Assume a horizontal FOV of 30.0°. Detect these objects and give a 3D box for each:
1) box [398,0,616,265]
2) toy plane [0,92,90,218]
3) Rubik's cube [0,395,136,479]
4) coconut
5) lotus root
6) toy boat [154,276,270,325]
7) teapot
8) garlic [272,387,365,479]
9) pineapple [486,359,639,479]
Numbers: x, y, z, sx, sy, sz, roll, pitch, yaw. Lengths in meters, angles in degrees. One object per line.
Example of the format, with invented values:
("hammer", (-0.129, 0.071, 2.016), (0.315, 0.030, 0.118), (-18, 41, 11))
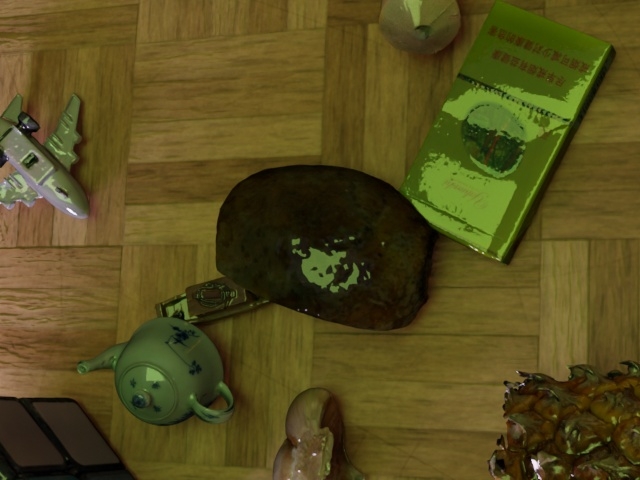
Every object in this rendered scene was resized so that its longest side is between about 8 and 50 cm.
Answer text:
("box", (0.254, -0.153, 1.676), (0.187, 0.047, 0.335), (28, 91, 23))
("toy plane", (-0.461, -0.124, 1.924), (0.251, 0.101, 0.255), (-45, 68, -3))
("Rubik's cube", (-0.447, 0.434, 1.714), (0.316, 0.313, 0.318), (-45, 70, 9))
("coconut", (0.143, -0.325, 1.696), (0.116, 0.116, 0.122), (-15, 39, 19))
("lotus root", (-0.003, 0.003, 1.684), (0.314, 0.142, 0.210), (11, 100, 28))
("toy boat", (-0.157, 0.088, 1.781), (0.200, 0.077, 0.057), (-16, 77, 18))
("teapot", (-0.230, 0.206, 1.736), (0.232, 0.159, 0.159), (20, 89, 11))
("garlic", (-0.008, 0.296, 1.688), (0.124, 0.099, 0.175), (0, 77, 41))
("pineapple", (0.356, 0.314, 1.403), (0.300, 0.352, 0.352), (-2, 81, 25))
